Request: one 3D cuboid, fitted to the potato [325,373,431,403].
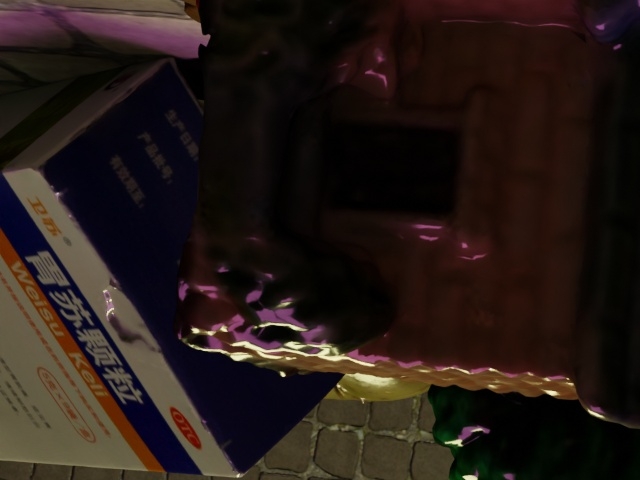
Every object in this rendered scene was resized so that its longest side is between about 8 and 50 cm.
[{"bbox_3d":[-0.008,0.019,1.180,0.200,0.154,0.137,14,-172,23],"label":"potato"}]

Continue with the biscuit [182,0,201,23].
[{"bbox_3d":[-0.030,-0.103,0.760,0.138,0.031,0.205,6,174,8],"label":"biscuit"}]

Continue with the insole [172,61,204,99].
[{"bbox_3d":[-0.003,-0.082,0.982,0.232,0.003,0.080,1,170,40],"label":"insole"}]

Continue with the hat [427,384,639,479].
[{"bbox_3d":[0.229,0.078,1.159,0.274,0.242,0.332,18,-170,21],"label":"hat"}]

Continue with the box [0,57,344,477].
[{"bbox_3d":[-0.144,0.022,1.106,0.299,0.106,0.200,-4,123,54],"label":"box"}]

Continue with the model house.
[{"bbox_3d":[0.070,-0.043,0.520,0.172,0.182,0.166,8,174,16],"label":"model house"}]
